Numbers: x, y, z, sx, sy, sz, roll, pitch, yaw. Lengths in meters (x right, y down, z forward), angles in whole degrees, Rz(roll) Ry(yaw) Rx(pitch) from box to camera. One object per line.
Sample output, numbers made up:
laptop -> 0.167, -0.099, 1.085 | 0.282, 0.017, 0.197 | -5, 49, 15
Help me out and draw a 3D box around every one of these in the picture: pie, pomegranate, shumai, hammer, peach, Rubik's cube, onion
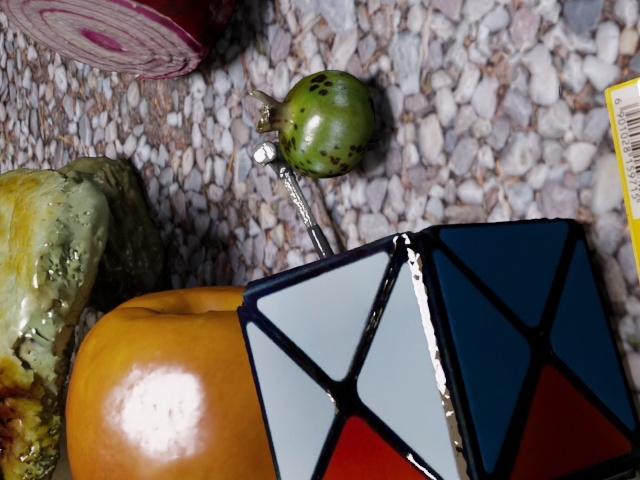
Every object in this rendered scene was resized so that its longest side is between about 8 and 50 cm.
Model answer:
pie -> -0.383, 0.091, 1.303 | 0.395, 0.180, 0.418 | 33, 101, 53
pomegranate -> -0.011, -0.128, 1.180 | 0.122, 0.161, 0.122 | -29, 57, 57
shumai -> -0.342, 0.002, 1.523 | 0.189, 0.218, 0.256 | -43, 62, 31
hammer -> 0.000, 0.000, 1.243 | 0.029, 0.103, 0.246 | -28, 85, 13
peach -> -0.108, 0.211, 1.177 | 0.342, 0.342, 0.302 | 9, 104, 48
Rubik's cube -> 0.105, 0.126, 0.992 | 0.250, 0.246, 0.248 | -21, 77, 45
onion -> -0.240, -0.360, 1.329 | 0.336, 0.281, 0.260 | -2, 72, 58

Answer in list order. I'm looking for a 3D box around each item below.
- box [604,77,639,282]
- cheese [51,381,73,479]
box -> 0.298, 0.011, 0.839 | 0.043, 0.152, 0.269 | -15, 82, 51
cheese -> -0.257, 0.254, 1.443 | 0.247, 0.251, 0.174 | -18, 74, 35
